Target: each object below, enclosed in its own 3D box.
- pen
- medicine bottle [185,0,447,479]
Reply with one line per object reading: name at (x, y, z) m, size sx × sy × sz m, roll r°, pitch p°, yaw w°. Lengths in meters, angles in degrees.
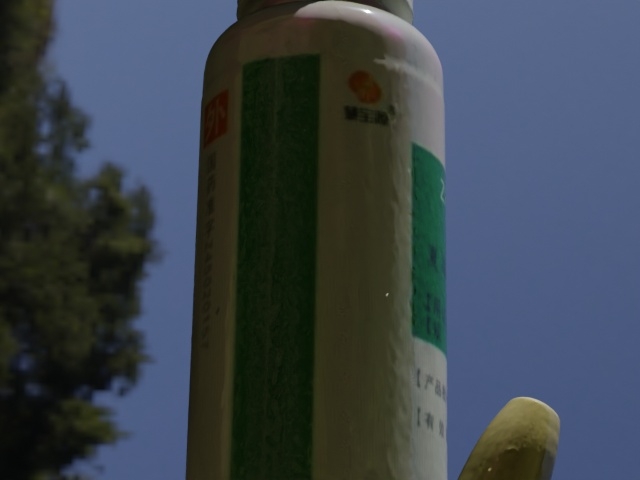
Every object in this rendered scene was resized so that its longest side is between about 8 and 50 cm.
pen at (0.020, 0.145, 0.567) m, size 0.040 × 0.032 × 0.233 m, roll 108°, pitch 7°, yaw -67°
medicine bottle at (0.000, 0.000, 0.721) m, size 0.095 × 0.095 × 0.260 m, roll -19°, pitch -118°, yaw 44°
